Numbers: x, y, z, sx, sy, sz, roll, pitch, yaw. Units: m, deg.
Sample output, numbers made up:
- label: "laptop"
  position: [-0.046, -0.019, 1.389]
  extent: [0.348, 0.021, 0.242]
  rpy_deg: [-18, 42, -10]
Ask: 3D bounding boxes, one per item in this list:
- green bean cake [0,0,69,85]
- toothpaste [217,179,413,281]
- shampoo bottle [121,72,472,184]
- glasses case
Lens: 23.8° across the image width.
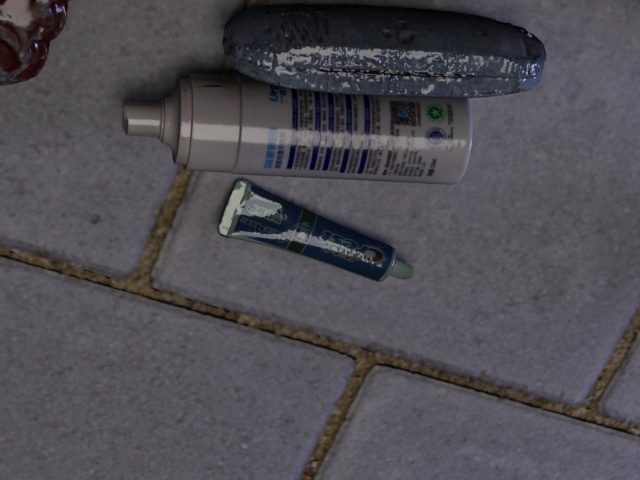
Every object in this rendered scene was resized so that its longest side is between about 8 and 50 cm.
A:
- label: "green bean cake"
  position: [-0.279, -0.248, 1.217]
  extent: [0.198, 0.097, 0.232]
  rpy_deg: [24, 112, -21]
- label: "toothpaste"
  position: [0.000, 0.000, 1.437]
  extent: [0.197, 0.035, 0.057]
  rpy_deg: [20, 97, -18]
- label: "shampoo bottle"
  position: [-0.023, -0.100, 1.346]
  extent: [0.303, 0.092, 0.092]
  rpy_deg: [1, 118, -11]
- label: "glasses case"
  position: [0.056, -0.164, 1.315]
  extent: [0.282, 0.109, 0.067]
  rpy_deg: [0, 119, -10]
